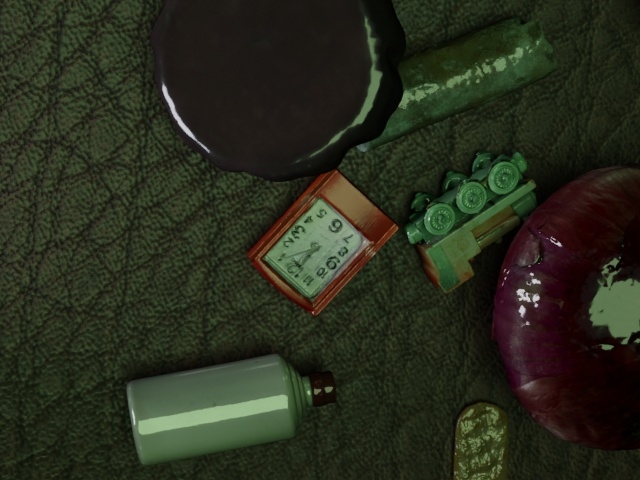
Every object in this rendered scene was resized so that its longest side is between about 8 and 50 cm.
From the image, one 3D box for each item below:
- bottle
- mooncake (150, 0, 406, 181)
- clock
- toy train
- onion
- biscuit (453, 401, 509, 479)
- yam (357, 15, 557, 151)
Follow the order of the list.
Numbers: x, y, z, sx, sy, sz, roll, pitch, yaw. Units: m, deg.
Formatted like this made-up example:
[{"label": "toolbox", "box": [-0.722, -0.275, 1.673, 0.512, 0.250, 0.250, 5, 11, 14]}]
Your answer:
[{"label": "bottle", "box": [-0.102, 0.195, 1.596, 0.245, 0.104, 0.104, -10, 100, -7]}, {"label": "mooncake", "box": [-0.043, -0.202, 1.493, 0.283, 0.141, 0.283, 0, 90, 14]}, {"label": "clock", "box": [0.000, 0.000, 1.607, 0.113, 0.061, 0.155, 42, 93, -13]}, {"label": "toy train", "box": [0.187, -0.029, 1.631, 0.176, 0.074, 0.118, -32, 112, -8]}, {"label": "onion", "box": [0.378, 0.088, 1.573, 0.347, 0.285, 0.348, -4, 102, -20]}, {"label": "biscuit", "box": [0.203, 0.275, 1.702, 0.071, 0.018, 0.147, 0, 99, -11]}, {"label": "yam", "box": [0.145, -0.189, 1.586, 0.259, 0.093, 0.093, -22, 102, -6]}]
